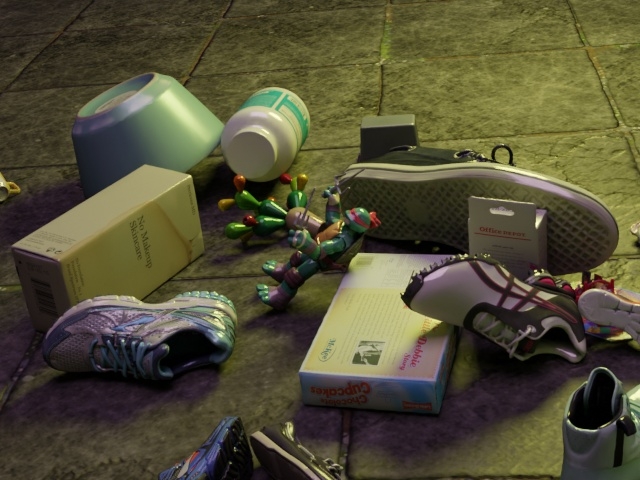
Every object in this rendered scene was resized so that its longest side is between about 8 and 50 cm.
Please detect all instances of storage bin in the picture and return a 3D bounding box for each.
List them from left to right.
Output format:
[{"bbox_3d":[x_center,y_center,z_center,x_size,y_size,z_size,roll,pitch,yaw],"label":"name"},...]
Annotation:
[{"bbox_3d":[0.137,-0.198,1.990,0.135,0.091,0.098,-2,29,8],"label":"storage bin"}]

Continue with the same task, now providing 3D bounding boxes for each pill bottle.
[{"bbox_3d":[-0.109,-0.201,1.958,0.146,0.146,0.264,-2,20,10],"label":"pill bottle"}]

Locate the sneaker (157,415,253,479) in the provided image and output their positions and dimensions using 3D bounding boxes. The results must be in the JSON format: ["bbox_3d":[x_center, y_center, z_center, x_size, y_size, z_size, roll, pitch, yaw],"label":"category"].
[{"bbox_3d":[-0.150,0.282,1.201,0.087,0.083,0.221,-2,25,25],"label":"sneaker"}]

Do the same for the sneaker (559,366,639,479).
[{"bbox_3d":[0.358,0.196,1.163,0.094,0.151,0.256,14,34,36],"label":"sneaker"}]

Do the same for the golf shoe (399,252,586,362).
[{"bbox_3d":[0.242,0.094,1.359,0.273,0.105,0.120,8,41,-22],"label":"golf shoe"}]

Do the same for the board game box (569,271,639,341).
[{"bbox_3d":[0.409,0.087,1.472,0.168,0.033,0.133,18,37,38],"label":"board game box"}]

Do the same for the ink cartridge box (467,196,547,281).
[{"bbox_3d":[0.277,0.008,1.489,0.104,0.181,0.061,8,32,25],"label":"ink cartridge box"}]

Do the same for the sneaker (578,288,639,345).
[{"bbox_3d":[0.432,0.105,1.386,0.158,0.061,0.065,28,15,11],"label":"sneaker"}]

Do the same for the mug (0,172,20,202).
[{"bbox_3d":[-0.652,-0.110,2.044,0.078,0.062,0.064,-32,45,-27],"label":"mug"}]

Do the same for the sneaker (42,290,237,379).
[{"bbox_3d":[-0.257,0.144,1.444,0.283,0.110,0.122,-10,32,-5],"label":"sneaker"}]

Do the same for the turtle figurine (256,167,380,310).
[{"bbox_3d":[0.000,0.000,1.550,0.118,0.234,0.175,45,25,2],"label":"turtle figurine"}]

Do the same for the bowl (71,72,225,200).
[{"bbox_3d":[-0.355,-0.214,1.965,0.311,0.163,0.311,-22,24,10],"label":"bowl"}]

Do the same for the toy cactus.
[{"bbox_3d":[-0.068,-0.057,1.789,0.180,0.112,0.219,22,29,26],"label":"toy cactus"}]

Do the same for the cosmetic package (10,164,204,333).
[{"bbox_3d":[-0.335,0.016,1.641,0.113,0.160,0.309,14,36,32],"label":"cosmetic package"}]

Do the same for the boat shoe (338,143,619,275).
[{"bbox_3d":[0.253,-0.067,1.632,0.500,0.187,0.156,11,36,41],"label":"boat shoe"}]

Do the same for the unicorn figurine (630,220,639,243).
[{"bbox_3d":[0.539,0.003,1.581,0.111,0.060,0.162,-13,13,-9],"label":"unicorn figurine"}]

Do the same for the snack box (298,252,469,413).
[{"bbox_3d":[0.104,0.121,1.450,0.187,0.060,0.322,1,30,17],"label":"snack box"}]

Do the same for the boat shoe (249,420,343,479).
[{"bbox_3d":[-0.007,0.269,1.195,0.065,0.075,0.206,-27,30,-26],"label":"boat shoe"}]
